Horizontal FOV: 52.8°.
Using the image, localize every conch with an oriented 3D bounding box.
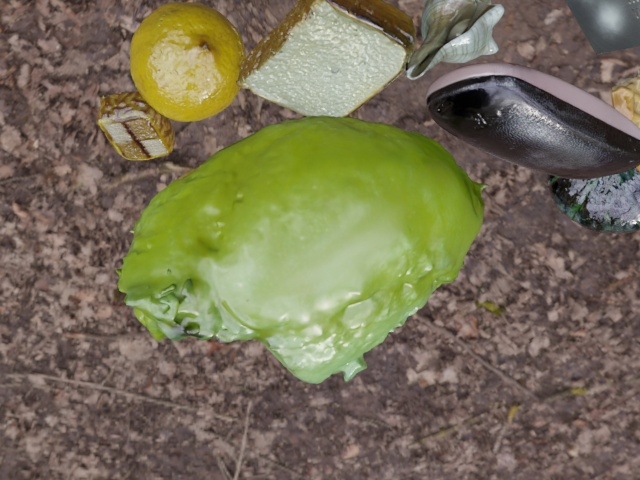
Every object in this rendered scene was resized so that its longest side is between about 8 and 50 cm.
[{"bbox_3d":[0.216,-0.315,0.968,0.137,0.234,0.114,-14,141,30],"label":"conch"}]

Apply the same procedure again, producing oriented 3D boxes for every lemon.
[{"bbox_3d":[-0.307,-0.414,1.501,0.293,0.293,0.293,-4,121,-8],"label":"lemon"}]

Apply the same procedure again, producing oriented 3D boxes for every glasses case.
[{"bbox_3d":[0.255,-0.130,0.740,0.314,0.122,0.075,12,76,-34],"label":"glasses case"}]

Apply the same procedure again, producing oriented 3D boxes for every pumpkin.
[{"bbox_3d":[0.689,-0.167,1.508,0.315,0.315,0.238,-43,159,15],"label":"pumpkin"}]

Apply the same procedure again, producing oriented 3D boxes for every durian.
[{"bbox_3d":[0.000,0.000,0.620,0.339,0.204,0.256,-39,130,-8],"label":"durian"}]

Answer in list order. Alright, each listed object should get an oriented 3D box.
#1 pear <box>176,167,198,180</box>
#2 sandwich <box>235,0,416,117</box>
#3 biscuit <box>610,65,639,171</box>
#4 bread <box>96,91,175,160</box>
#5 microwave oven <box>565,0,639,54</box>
[{"bbox_3d":[-0.224,-0.057,1.257,0.178,0.178,0.178,-4,121,-8],"label":"pear"},{"bbox_3d":[0.014,-0.310,1.067,0.226,0.087,0.251,19,148,-31],"label":"sandwich"},{"bbox_3d":[0.593,-0.222,1.150,0.040,0.309,0.205,-7,110,41],"label":"biscuit"},{"bbox_3d":[-0.508,-0.312,1.773,0.181,0.096,0.222,-4,154,6],"label":"bread"},{"bbox_3d":[0.720,-0.659,1.358,0.432,0.236,0.374,-49,114,-14],"label":"microwave oven"}]
